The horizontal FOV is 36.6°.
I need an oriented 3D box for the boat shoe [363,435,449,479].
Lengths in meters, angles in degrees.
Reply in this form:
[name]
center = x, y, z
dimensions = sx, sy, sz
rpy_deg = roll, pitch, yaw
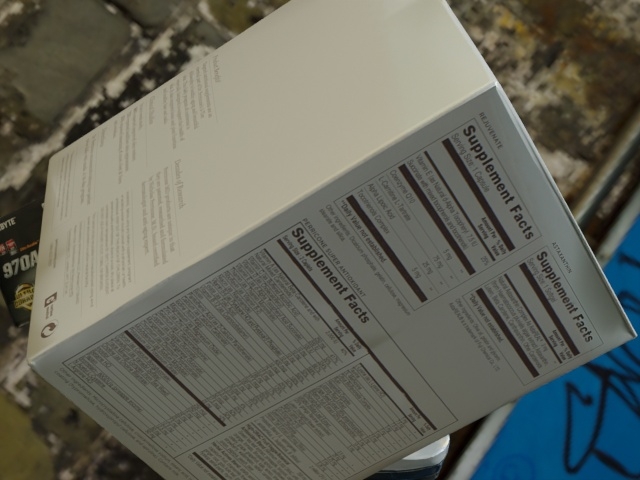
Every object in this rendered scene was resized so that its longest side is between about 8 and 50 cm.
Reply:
[boat shoe]
center = 0.011, 0.276, 1.263
dimensions = 0.113, 0.306, 0.105
rpy_deg = -100, -168, -48

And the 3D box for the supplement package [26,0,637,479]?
[supplement package]
center = 0.000, 0.000, 0.572
dimensions = 0.262, 0.198, 0.199
rpy_deg = -30, -144, 11

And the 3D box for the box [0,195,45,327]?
[box]
center = -0.417, 0.023, 1.507
dimensions = 0.220, 0.175, 0.051
rpy_deg = -20, -179, 29
